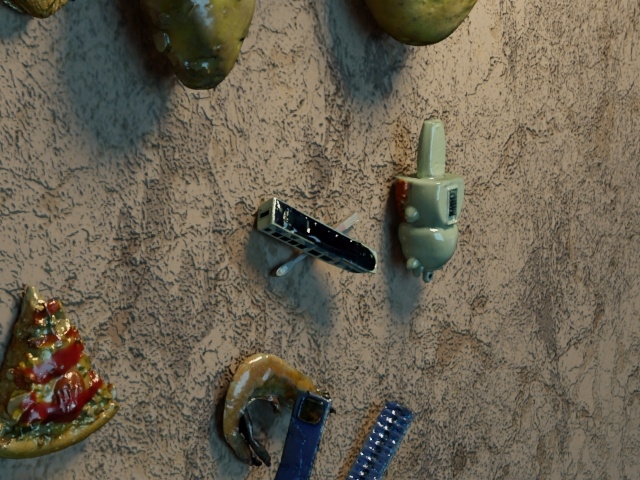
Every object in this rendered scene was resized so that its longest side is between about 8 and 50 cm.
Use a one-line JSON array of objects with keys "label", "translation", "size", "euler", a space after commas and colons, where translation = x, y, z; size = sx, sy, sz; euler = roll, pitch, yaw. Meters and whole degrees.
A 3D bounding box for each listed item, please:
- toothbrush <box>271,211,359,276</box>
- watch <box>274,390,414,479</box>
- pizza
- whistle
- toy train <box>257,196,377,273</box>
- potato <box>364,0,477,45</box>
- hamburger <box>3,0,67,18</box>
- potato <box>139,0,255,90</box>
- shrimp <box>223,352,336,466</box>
[{"label": "toothbrush", "translation": [-0.006, 0.006, 1.853], "size": [0.194, 0.017, 0.014], "euler": [-35, 108, -41]}, {"label": "watch", "translation": [0.017, 0.358, 1.865], "size": [0.276, 0.068, 0.274], "euler": [18, 85, -57]}, {"label": "pizza", "translation": [-0.309, 0.149, 1.489], "size": [0.188, 0.062, 0.199], "euler": [-20, 108, -48]}, {"label": "whistle", "translation": [0.164, -0.058, 1.979], "size": [0.102, 0.105, 0.253], "euler": [-55, 147, -72]}, {"label": "toy train", "translation": [0.000, 0.000, 1.814], "size": [0.207, 0.047, 0.043], "euler": [26, 55, -36]}, {"label": "potato", "translation": [0.149, -0.415, 1.870], "size": [0.229, 0.229, 0.266], "euler": [7, 104, -49]}, {"label": "hamburger", "translation": [-0.317, -0.286, 1.437], "size": [0.076, 0.044, 0.083], "euler": [-53, 139, -6]}, {"label": "potato", "translation": [-0.145, -0.330, 1.568], "size": [0.191, 0.141, 0.296], "euler": [1, 92, -65]}, {"label": "shrimp", "translation": [-0.056, 0.244, 1.798], "size": [0.219, 0.046, 0.152], "euler": [28, 73, -48]}]
